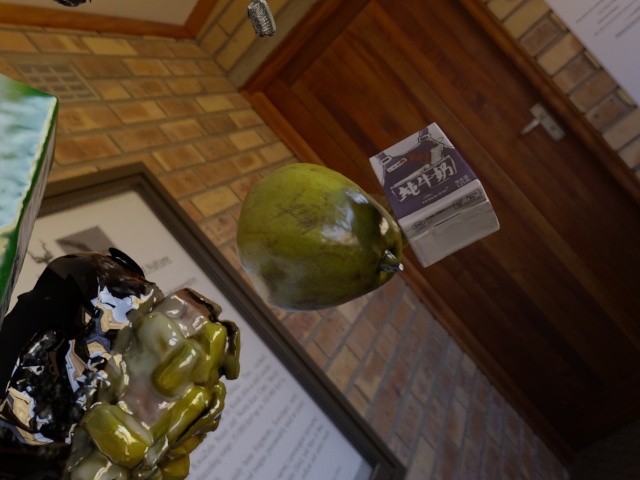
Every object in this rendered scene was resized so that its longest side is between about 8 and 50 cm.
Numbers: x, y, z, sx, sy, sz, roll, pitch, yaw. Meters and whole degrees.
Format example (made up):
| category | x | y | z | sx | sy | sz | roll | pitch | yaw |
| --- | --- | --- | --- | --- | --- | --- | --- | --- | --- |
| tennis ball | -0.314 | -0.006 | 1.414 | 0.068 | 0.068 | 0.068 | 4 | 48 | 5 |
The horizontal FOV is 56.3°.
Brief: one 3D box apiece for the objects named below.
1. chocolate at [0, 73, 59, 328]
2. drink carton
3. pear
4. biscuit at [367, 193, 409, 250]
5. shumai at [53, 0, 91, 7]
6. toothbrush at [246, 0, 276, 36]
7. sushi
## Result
| category | x | y | z | sx | sy | sz | roll | pitch | yaw |
| --- | --- | --- | --- | --- | --- | --- | --- | --- | --- |
| chocolate | -0.424 | -0.029 | 0.500 | 0.161 | 0.341 | 0.360 | -37 | 42 | 43 |
| drink carton | 0.178 | -0.081 | 0.972 | 0.134 | 0.102 | 0.222 | -30 | 35 | 11 |
| pear | 0.000 | 0.000 | 1.136 | 0.287 | 0.375 | 0.288 | -25 | -56 | -45 |
| biscuit | 0.104 | -0.039 | 1.268 | 0.247 | 0.029 | 0.119 | 13 | 82 | 47 |
| shumai | -0.544 | -0.522 | 1.053 | 0.185 | 0.184 | 0.218 | 4 | -3 | 17 |
| toothbrush | -0.125 | -0.382 | 0.716 | 0.026 | 0.294 | 0.028 | 3 | 39 | 43 |
| sushi | -0.269 | 0.206 | 0.801 | 0.329 | 0.285 | 0.328 | 114 | 173 | -51 |
